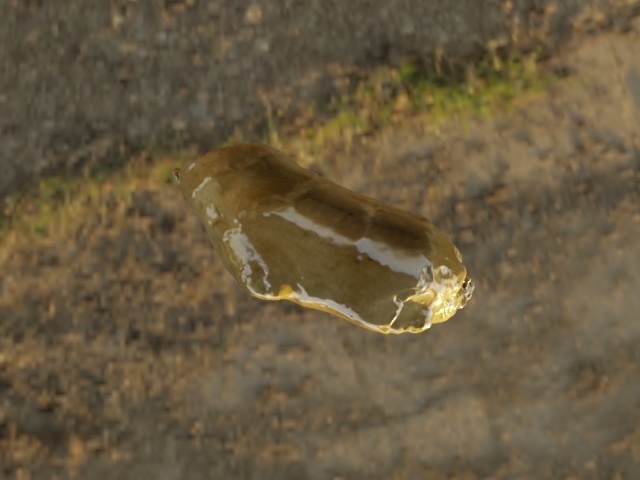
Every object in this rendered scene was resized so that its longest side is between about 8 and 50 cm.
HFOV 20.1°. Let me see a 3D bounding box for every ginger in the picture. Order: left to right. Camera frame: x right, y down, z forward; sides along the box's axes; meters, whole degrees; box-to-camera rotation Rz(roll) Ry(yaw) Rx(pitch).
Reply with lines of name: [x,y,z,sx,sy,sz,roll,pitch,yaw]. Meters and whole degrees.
ginger: [0.000,0.000,1.043,0.190,0.095,0.069,22,114,-1]
